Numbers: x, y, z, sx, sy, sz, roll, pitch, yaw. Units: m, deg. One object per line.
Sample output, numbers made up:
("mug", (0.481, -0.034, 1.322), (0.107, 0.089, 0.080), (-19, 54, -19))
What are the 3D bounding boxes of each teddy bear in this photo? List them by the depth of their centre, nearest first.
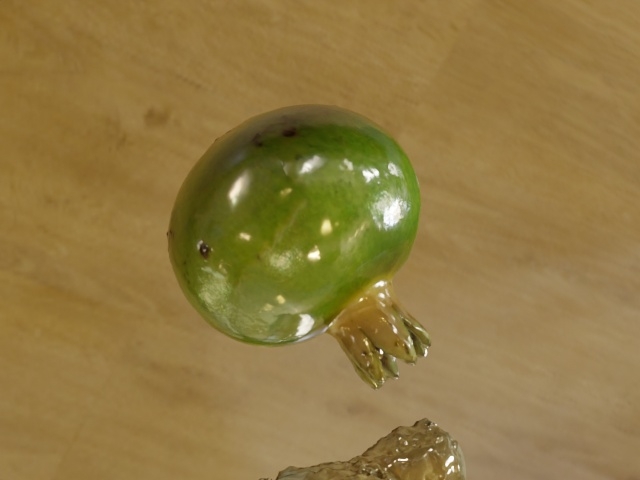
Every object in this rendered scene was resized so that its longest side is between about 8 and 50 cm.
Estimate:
("teddy bear", (0.027, 0.289, 1.054), (0.156, 0.267, 0.256), (0, 103, 13))

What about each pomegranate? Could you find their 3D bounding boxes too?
("pomegranate", (0.000, 0.000, 1.578), (0.310, 0.358, 0.216), (-34, 166, -22))
